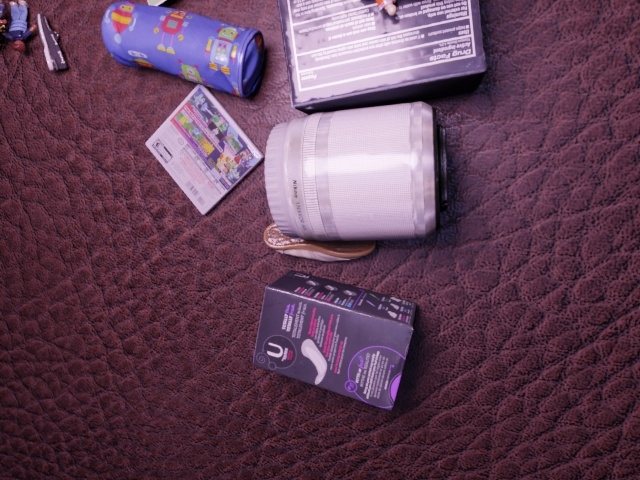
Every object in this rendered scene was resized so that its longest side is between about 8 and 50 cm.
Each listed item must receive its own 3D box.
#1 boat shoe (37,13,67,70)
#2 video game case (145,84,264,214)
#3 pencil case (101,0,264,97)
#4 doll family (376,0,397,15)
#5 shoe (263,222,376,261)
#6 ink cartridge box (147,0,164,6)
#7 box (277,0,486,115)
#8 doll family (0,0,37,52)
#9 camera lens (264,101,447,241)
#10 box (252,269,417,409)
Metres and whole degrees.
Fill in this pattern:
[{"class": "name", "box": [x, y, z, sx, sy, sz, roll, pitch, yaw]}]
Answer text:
[{"class": "boat shoe", "box": [-0.583, -0.430, 0.961, 0.038, 0.046, 0.125, -14, 83, -27]}, {"class": "video game case", "box": [-0.242, -0.187, 0.918, 0.183, 0.023, 0.201, -40, 86, 17]}, {"class": "pencil case", "box": [-0.256, -0.362, 0.844, 0.306, 0.133, 0.119, 17, 67, 11]}, {"class": "doll family", "box": [0.092, -0.435, 0.553, 0.163, 0.118, 0.263, 6, 99, 13]}, {"class": "shoe", "box": [0.000, 0.000, 0.872, 0.219, 0.058, 0.076, 5, 69, 10]}, {"class": "ink cartridge box", "box": [-0.296, -0.591, 0.852, 0.171, 0.056, 0.235, -21, 96, 17]}, {"class": "box", "box": [0.093, -0.373, 0.716, 0.296, 0.183, 0.294, -6, 96, 15]}, {"class": "doll family", "box": [-0.715, -0.460, 0.970, 0.193, 0.076, 0.111, -8, 77, 21]}, {"class": "camera lens", "box": [0.070, -0.109, 0.745, 0.274, 0.219, 0.219, -2, 98, 15]}, {"class": "box", "box": [0.031, 0.177, 0.839, 0.270, 0.143, 0.165, 14, 103, 13]}]
